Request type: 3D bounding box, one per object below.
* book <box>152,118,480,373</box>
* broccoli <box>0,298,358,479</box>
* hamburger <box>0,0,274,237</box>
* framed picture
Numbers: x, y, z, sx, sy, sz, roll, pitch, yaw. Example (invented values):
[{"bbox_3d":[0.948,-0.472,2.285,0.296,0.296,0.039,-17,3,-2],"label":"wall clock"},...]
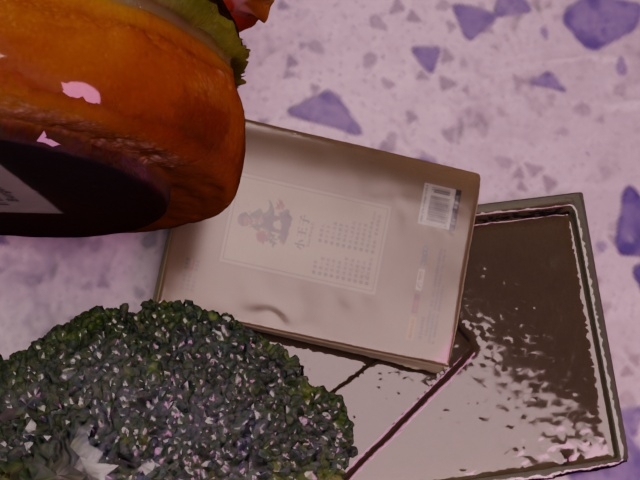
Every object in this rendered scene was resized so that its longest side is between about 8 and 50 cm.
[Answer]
[{"bbox_3d":[0.000,0.000,1.263,0.198,0.016,0.138,13,77,-7],"label":"book"},{"bbox_3d":[-0.102,0.124,1.163,0.226,0.176,0.198,24,28,-36],"label":"broccoli"},{"bbox_3d":[-0.186,-0.147,1.133,0.330,0.330,0.250,6,77,-7],"label":"hamburger"},{"bbox_3d":[0.063,0.074,1.275,0.265,0.018,0.192,-6,78,-11],"label":"framed picture"}]
